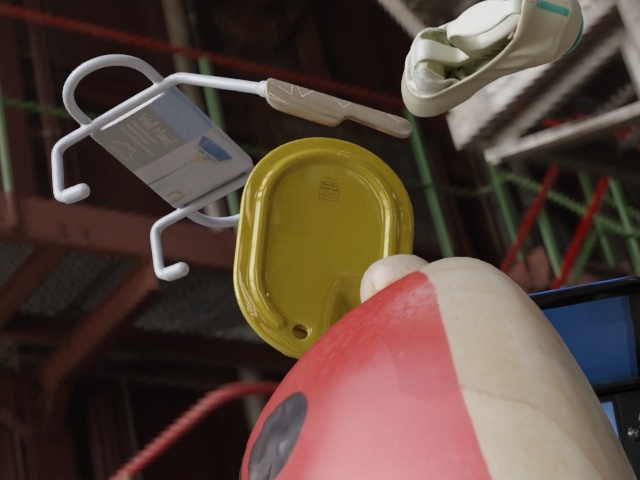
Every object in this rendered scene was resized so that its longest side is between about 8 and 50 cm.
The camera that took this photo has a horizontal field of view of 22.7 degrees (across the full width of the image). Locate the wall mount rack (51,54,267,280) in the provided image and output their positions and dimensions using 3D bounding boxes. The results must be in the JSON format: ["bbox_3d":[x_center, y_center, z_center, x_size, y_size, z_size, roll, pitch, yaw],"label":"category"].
[{"bbox_3d":[-0.122,-0.090,1.819,0.304,0.130,0.350,-27,-39,18],"label":"wall mount rack"}]

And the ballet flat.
[{"bbox_3d":[0.134,-0.180,1.477,0.086,0.086,0.248,9,-20,-35],"label":"ballet flat"}]

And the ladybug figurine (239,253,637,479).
[{"bbox_3d":[0.067,0.215,0.711,0.162,0.449,0.305,-11,-27,-9],"label":"ladybug figurine"}]

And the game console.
[{"bbox_3d":[0.228,0.195,1.671,0.293,0.250,0.173,-11,-14,8],"label":"game console"}]

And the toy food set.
[{"bbox_3d":[0.000,0.000,1.171,0.128,0.218,0.071,10,-27,-7],"label":"toy food set"}]
